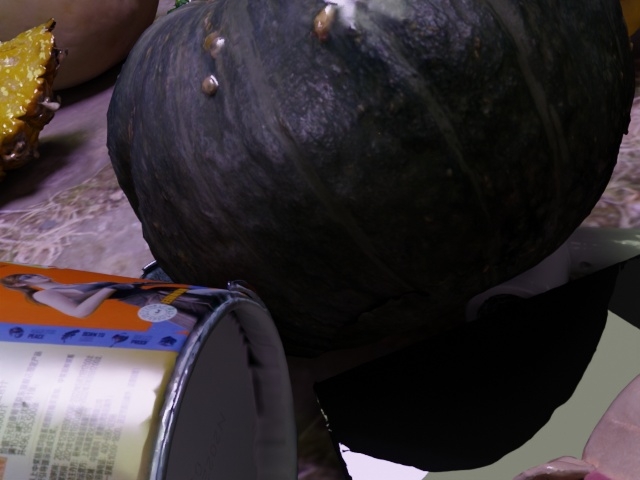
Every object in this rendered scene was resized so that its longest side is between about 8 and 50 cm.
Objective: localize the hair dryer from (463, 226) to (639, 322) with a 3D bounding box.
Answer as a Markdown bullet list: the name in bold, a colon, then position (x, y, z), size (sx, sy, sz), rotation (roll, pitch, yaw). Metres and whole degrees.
- **hair dryer**: position (0.226, 0.019, 0.677), size (0.236, 0.073, 0.131), rotation (4, 41, 18)

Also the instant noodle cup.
- **instant noodle cup**: position (-0.141, 0.136, 0.516), size (0.214, 0.296, 0.296), rotation (-1, 37, 13)

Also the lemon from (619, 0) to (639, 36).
- **lemon**: position (0.187, -0.296, 0.932), size (0.297, 0.297, 0.297), rotation (-14, 34, 10)

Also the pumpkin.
- **pumpkin**: position (0.028, -0.074, 0.621), size (0.328, 0.257, 0.291), rotation (-18, 20, 49)

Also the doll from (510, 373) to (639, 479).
- **doll**: position (0.222, 0.106, 0.455), size (0.256, 0.152, 0.196), rotation (-45, 37, -19)

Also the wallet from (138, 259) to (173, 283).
- **wallet**: position (0.000, 0.000, 0.819), size (0.318, 0.045, 0.172), rotation (-29, 33, -8)

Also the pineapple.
- **pineapple**: position (-0.410, -0.102, 1.131), size (0.335, 0.158, 0.161), rotation (-24, 72, 2)

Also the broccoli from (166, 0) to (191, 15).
- **broccoli**: position (-0.072, -0.286, 1.060), size (0.298, 0.297, 0.297), rotation (-23, -1, 0)

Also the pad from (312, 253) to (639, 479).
- **pad**: position (0.132, 0.109, 0.584), size (0.246, 0.006, 0.170), rotation (-22, 54, -1)

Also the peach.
- **peach**: position (-0.362, -0.329, 1.312), size (0.292, 0.247, 0.292), rotation (-1, 12, 0)
